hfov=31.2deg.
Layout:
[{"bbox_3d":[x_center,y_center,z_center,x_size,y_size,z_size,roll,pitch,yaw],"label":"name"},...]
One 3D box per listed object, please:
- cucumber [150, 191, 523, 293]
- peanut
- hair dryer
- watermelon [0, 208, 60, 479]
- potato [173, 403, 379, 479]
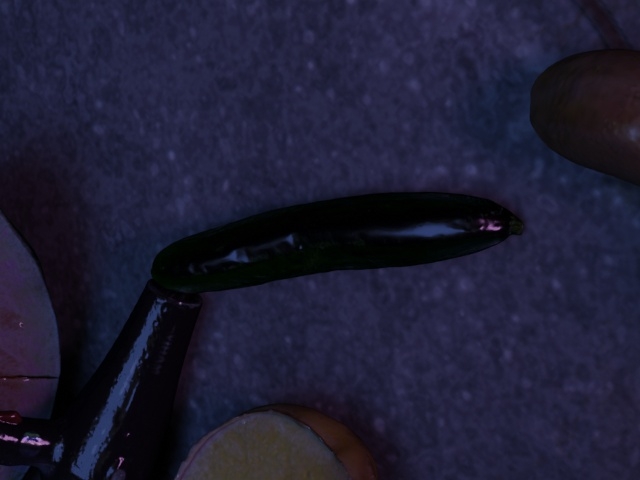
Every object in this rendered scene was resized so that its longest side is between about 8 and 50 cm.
[{"bbox_3d":[0.000,0.000,0.795,0.284,0.056,0.056,-9,95,27],"label":"cucumber"},{"bbox_3d":[0.189,-0.068,0.659,0.152,0.076,0.076,21,109,32],"label":"peanut"},{"bbox_3d":[-0.231,0.113,0.853,0.236,0.271,0.091,-66,28,14],"label":"hair dryer"},{"bbox_3d":[-0.362,0.079,0.953,0.292,0.319,0.222,-41,40,-9],"label":"watermelon"},{"bbox_3d":[-0.027,0.210,0.836,0.164,0.081,0.200,41,114,27],"label":"potato"}]
